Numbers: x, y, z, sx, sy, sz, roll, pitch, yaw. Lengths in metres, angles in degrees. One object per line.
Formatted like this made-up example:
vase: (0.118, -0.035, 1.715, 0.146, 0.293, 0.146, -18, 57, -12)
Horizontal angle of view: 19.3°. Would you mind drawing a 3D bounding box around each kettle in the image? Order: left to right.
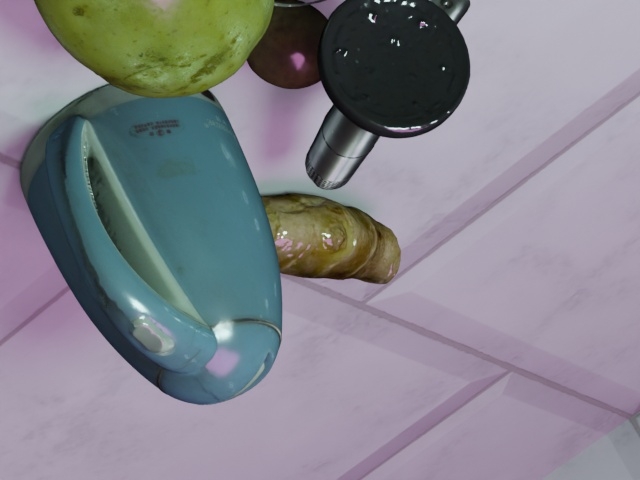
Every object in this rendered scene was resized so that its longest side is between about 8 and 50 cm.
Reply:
kettle: (-0.179, 0.016, 2.022, 0.247, 0.342, 0.319, -37, 149, 18)

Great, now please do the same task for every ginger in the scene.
ginger: (0.000, 0.000, 2.384, 0.116, 0.109, 0.263, -44, 148, 23)

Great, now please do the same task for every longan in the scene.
longan: (-0.029, -0.211, 2.026, 0.106, 0.106, 0.119, -44, 151, 27)

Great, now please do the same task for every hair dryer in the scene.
hair dryer: (0.074, -0.213, 2.021, 0.156, 0.284, 0.320, 22, 168, -5)

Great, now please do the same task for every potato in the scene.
potato: (-0.160, -0.254, 1.750, 0.216, 0.216, 0.304, -28, 154, 0)

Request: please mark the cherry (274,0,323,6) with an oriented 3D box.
cherry: (0.028, -0.319, 1.896, 0.188, 0.115, 0.148, -5, 166, -25)
